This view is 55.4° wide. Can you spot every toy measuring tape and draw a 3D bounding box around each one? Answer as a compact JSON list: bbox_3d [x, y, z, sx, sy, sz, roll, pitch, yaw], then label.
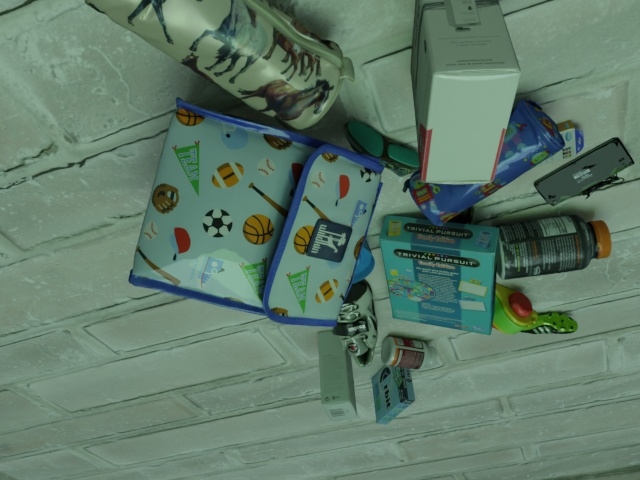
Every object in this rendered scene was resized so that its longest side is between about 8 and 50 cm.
[{"bbox_3d":[0.451,0.172,1.601,0.330,0.121,0.121,20,135,-25],"label":"toy measuring tape"}]

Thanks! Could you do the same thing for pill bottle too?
[{"bbox_3d":[0.528,0.013,1.399,0.245,0.130,0.130,-8,140,7],"label":"pill bottle"},{"bbox_3d":[0.263,0.336,1.807,0.152,0.086,0.086,12,138,-16],"label":"pill bottle"}]

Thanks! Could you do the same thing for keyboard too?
[{"bbox_3d":[0.564,-0.140,1.306,0.192,0.038,0.100,-31,110,31],"label":"keyboard"}]

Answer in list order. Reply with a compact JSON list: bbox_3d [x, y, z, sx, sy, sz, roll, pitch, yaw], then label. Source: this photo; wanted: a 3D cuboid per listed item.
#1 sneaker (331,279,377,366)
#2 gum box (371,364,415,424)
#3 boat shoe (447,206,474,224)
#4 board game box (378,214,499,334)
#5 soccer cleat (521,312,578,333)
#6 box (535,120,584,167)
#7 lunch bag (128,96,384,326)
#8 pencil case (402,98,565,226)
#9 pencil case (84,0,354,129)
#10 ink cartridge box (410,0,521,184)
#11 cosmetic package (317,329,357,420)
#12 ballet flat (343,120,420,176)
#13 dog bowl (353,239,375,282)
[{"bbox_3d":[0.094,0.221,1.617,0.122,0.146,0.331,-13,138,14],"label":"sneaker"},{"bbox_3d":[0.224,0.463,1.902,0.041,0.157,0.184,13,137,-19],"label":"gum box"},{"bbox_3d":[0.313,-0.045,1.380,0.056,0.049,0.152,-4,141,1],"label":"boat shoe"},{"bbox_3d":[0.288,0.088,1.457,0.253,0.079,0.336,8,143,19],"label":"board game box"},{"bbox_3d":[0.640,0.242,1.745,0.178,0.060,0.072,3,150,3],"label":"soccer cleat"},{"bbox_3d":[0.458,-0.191,1.232,0.136,0.028,0.081,-16,138,12],"label":"box"},{"bbox_3d":[-0.104,-0.040,1.083,0.385,0.239,0.328,17,95,-11],"label":"lunch bag"},{"bbox_3d":[0.313,-0.151,1.191,0.306,0.133,0.119,-35,146,31],"label":"pencil case"},{"bbox_3d":[-0.145,-0.327,0.926,0.410,0.160,0.183,28,153,-31],"label":"pencil case"},{"bbox_3d":[0.208,-0.257,0.939,0.117,0.283,0.207,-1,140,3],"label":"ink cartridge box"},{"bbox_3d":[0.047,0.380,1.734,0.085,0.231,0.117,-10,140,9],"label":"cosmetic package"},{"bbox_3d":[0.112,-0.174,1.208,0.188,0.070,0.070,24,133,-24],"label":"ballet flat"},{"bbox_3d":[0.000,0.000,1.398,0.166,0.074,0.297,-30,133,28],"label":"dog bowl"}]
